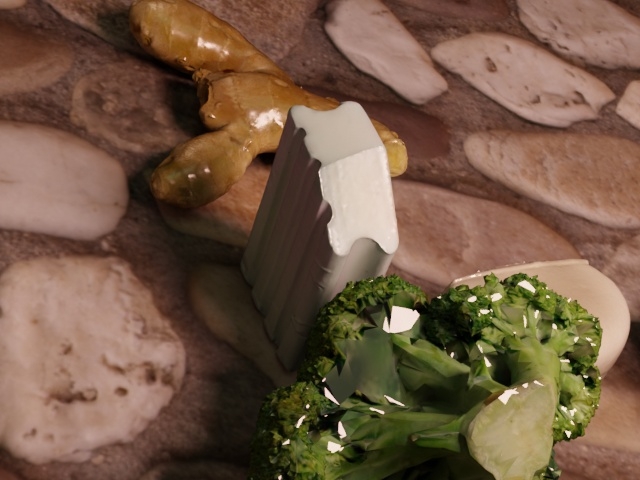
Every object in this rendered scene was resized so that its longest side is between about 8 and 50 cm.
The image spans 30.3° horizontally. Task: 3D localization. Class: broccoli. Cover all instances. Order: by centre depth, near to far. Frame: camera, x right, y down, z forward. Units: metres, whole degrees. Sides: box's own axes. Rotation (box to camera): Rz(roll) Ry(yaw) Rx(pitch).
[{"bbox_3d":[0.116,0.216,1.220,0.413,0.321,0.310,-16,30,-25],"label":"broccoli"}]

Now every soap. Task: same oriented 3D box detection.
[{"bbox_3d":[0.000,0.000,1.358,0.095,0.289,0.173,-10,55,-25],"label":"soap"}]

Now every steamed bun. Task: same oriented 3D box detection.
[{"bbox_3d":[0.261,0.126,1.444,0.242,0.146,0.164,-6,49,-25],"label":"steamed bun"}]

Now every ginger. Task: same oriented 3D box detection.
[{"bbox_3d":[-0.081,-0.190,1.624,0.348,0.122,0.363,2,45,-22],"label":"ginger"}]
